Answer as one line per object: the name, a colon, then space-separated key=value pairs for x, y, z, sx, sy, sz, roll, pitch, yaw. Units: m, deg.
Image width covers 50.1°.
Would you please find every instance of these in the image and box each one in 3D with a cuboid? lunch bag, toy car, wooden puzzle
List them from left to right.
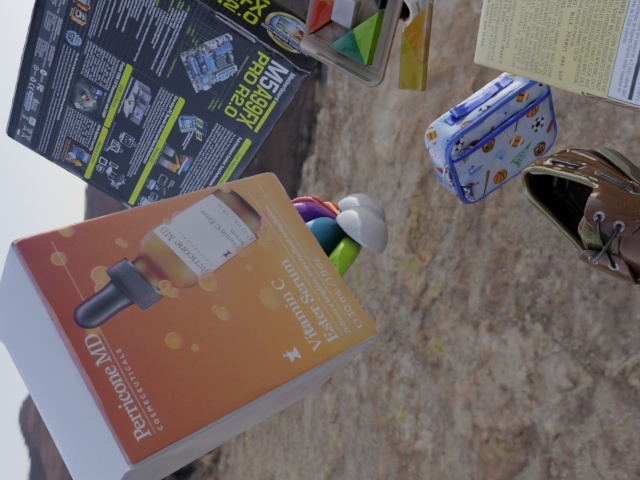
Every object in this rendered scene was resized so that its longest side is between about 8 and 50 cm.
toy car: x=0.000 y=0.000 z=0.925 sx=0.159 sy=0.136 sz=0.182 roll=-52 pitch=8 yaw=15
wooden puzzle: x=0.018 y=-0.134 z=0.397 sx=0.116 sy=0.014 sz=0.079 roll=30 pitch=122 yaw=34
lunch bag: x=0.379 y=-0.233 z=1.531 sx=0.115 sy=0.303 sz=0.243 roll=49 pitch=173 yaw=41

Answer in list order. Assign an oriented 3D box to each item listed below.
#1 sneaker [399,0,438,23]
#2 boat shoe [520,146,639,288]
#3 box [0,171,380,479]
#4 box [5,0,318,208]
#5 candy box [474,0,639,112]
sneaker: x=0.170 y=-0.387 z=1.027 sx=0.106 sy=0.290 sz=0.123 roll=55 pitch=-160 yaw=-57
boat shoe: x=0.303 y=-0.003 z=0.680 sx=0.307 sy=0.104 sz=0.111 roll=-117 pitch=26 yaw=-62
box: x=-0.076 y=0.051 z=0.399 sx=0.130 sy=0.170 sz=0.091 roll=56 pitch=137 yaw=14
box: x=-0.150 y=-0.133 z=0.611 sx=0.270 sy=0.216 sz=0.060 roll=-47 pitch=16 yaw=47
candy box: x=0.275 y=-0.133 z=0.466 sx=0.316 sy=0.183 sz=0.088 roll=-138 pitch=46 yaw=-56
